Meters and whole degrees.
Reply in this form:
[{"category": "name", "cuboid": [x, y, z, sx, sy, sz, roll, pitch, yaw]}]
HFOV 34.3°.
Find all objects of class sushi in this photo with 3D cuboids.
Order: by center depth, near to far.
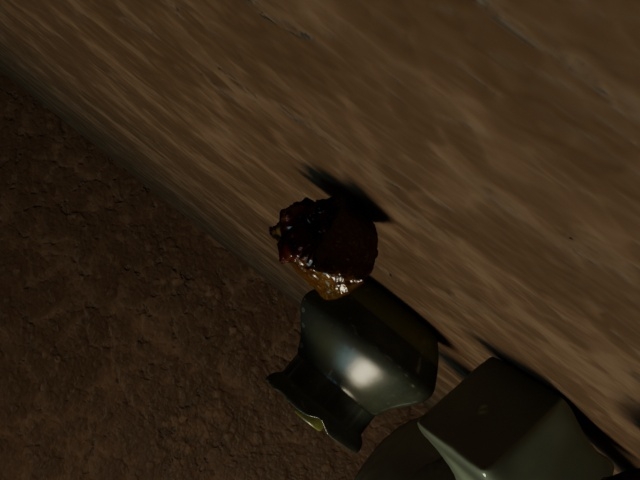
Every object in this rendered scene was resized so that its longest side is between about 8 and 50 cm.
[{"category": "sushi", "cuboid": [0.000, 0.000, 0.530, 0.047, 0.050, 0.099, 34, 170, -14]}]

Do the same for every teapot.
[{"category": "teapot", "cuboid": [0.024, 0.100, 0.858, 0.130, 0.119, 0.165, 40, 175, -5]}]

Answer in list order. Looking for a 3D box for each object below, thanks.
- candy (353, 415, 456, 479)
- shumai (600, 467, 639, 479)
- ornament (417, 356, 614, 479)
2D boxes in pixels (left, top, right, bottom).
[{"category": "candy", "cuboid": [0.144, 0.300, 0.935, 0.295, 0.295, 0.185, 38, 160, -1]}, {"category": "shumai", "cuboid": [0.162, 0.188, 0.456, 0.176, 0.205, 0.166, 59, -165, 5]}, {"category": "ornament", "cuboid": [0.172, 0.199, 0.703, 0.285, 0.120, 0.130, 41, 176, -18]}]
